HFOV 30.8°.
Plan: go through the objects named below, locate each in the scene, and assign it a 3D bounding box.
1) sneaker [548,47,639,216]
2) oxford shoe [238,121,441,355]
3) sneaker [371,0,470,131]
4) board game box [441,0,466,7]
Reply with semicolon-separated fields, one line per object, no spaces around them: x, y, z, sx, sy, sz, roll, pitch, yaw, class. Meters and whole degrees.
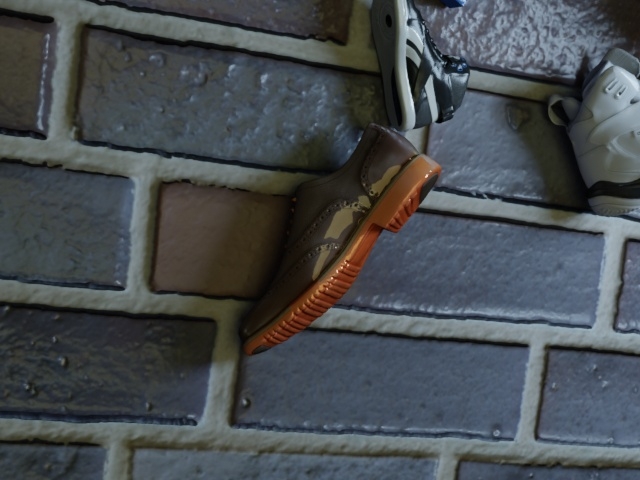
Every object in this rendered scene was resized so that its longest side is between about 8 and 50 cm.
0.511;-0.195;1.664;0.365;0.137;0.210;-28;103;26;sneaker
0.000;0.000;1.586;0.132;0.130;0.364;42;87;12;oxford shoe
0.144;-0.268;1.615;0.121;0.079;0.217;-15;110;-22;sneaker
0.188;-0.456;1.618;0.160;0.047;0.210;36;84;-21;board game box
